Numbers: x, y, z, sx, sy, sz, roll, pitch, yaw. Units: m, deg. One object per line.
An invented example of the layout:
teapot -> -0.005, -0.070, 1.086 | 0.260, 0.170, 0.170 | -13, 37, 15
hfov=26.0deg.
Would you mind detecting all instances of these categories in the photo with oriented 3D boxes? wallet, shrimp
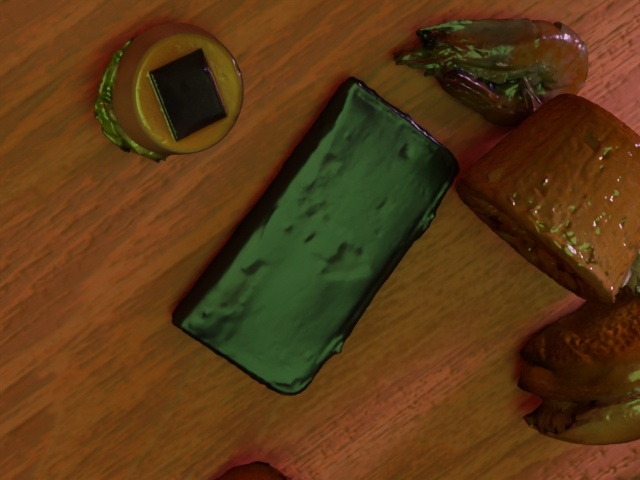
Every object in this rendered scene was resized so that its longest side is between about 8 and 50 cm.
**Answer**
wallet -> 0.000, 0.000, 1.400 | 0.165, 0.042, 0.309 | 34, 93, -21
shrimp -> 0.175, -0.170, 1.399 | 0.217, 0.051, 0.115 | 2, 108, -20

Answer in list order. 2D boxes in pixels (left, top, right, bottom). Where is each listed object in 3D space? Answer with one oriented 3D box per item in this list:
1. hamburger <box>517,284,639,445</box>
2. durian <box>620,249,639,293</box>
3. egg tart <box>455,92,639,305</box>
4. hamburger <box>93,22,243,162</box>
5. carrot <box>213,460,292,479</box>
hamburger -> 0.353, 0.133, 1.488 | 0.283, 0.156, 0.144 | -32, 113, -8
durian -> 0.327, -0.016, 1.480 | 0.110, 0.071, 0.140 | -10, 98, -16
egg tart -> 0.254, -0.045, 1.383 | 0.202, 0.202, 0.147 | 43, 86, -23
hamburger -> -0.142, -0.137, 1.294 | 0.141, 0.081, 0.126 | -44, 116, -14
carrot -> -0.021, 0.340, 1.458 | 0.225, 0.159, 0.159 | 33, 95, -37
